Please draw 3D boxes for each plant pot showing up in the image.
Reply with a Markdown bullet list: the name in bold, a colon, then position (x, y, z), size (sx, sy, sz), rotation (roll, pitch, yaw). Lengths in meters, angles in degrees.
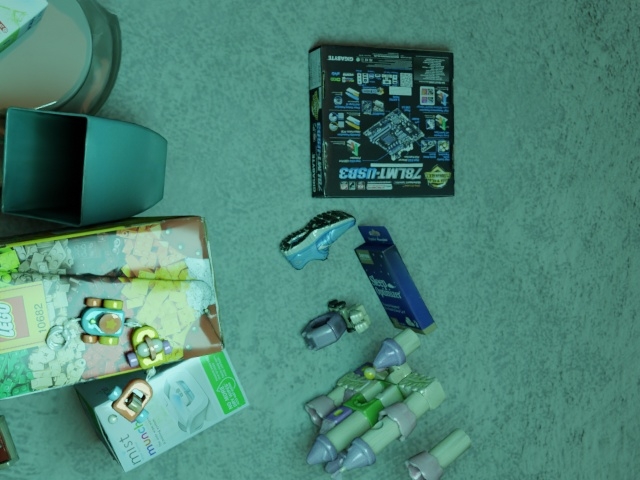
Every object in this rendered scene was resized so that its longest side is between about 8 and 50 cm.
- **plant pot**: position (-0.361, -0.121, 1.509), size (0.234, 0.165, 0.166), rotation (-9, 107, -61)

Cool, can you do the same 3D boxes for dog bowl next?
- **dog bowl**: position (-0.513, -0.328, 1.575), size (0.348, 0.102, 0.349), rotation (0, 91, -23)

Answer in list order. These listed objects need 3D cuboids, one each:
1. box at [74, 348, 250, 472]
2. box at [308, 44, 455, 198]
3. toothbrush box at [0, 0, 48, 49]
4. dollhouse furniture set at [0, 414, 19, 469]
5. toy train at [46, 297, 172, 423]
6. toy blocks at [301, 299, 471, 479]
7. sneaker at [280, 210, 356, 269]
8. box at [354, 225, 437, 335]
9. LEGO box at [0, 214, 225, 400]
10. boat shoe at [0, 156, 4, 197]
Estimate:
- **box**: position (-0.277, 0.264, 1.602), size (0.231, 0.262, 0.127), rotation (-26, 100, -19)
- **box**: position (0.124, -0.229, 1.855), size (0.295, 0.073, 0.294), rotation (-2, 93, -23)
- **toothbrush box**: position (-0.593, -0.341, 1.424), size (0.283, 0.122, 0.206), rotation (-44, 106, -17)
- **dollhouse furniture set**: position (-0.556, 0.298, 1.533), size (0.128, 0.129, 0.184), rotation (-16, 97, 10)
- **toy train**: position (-0.256, 0.150, 1.184), size (0.125, 0.046, 0.166), rotation (-47, 107, -16)
- **toy blocks**: position (0.056, 0.315, 1.723), size (0.260, 0.288, 0.309), rotation (-33, 106, -24)
- **sneaker**: position (0.000, 0.000, 1.826), size (0.162, 0.063, 0.073), rotation (-31, 120, -14)
- **box**: position (0.137, 0.076, 1.833), size (0.036, 0.136, 0.225), rotation (-31, 102, -18)
- **LEGO box**: position (-0.399, 0.083, 1.417), size (0.372, 0.500, 0.193), rotation (-10, 95, -21)
- **boat shoe**: position (-0.483, -0.114, 1.598), size (0.254, 0.095, 0.079), rotation (-33, 135, -31)
